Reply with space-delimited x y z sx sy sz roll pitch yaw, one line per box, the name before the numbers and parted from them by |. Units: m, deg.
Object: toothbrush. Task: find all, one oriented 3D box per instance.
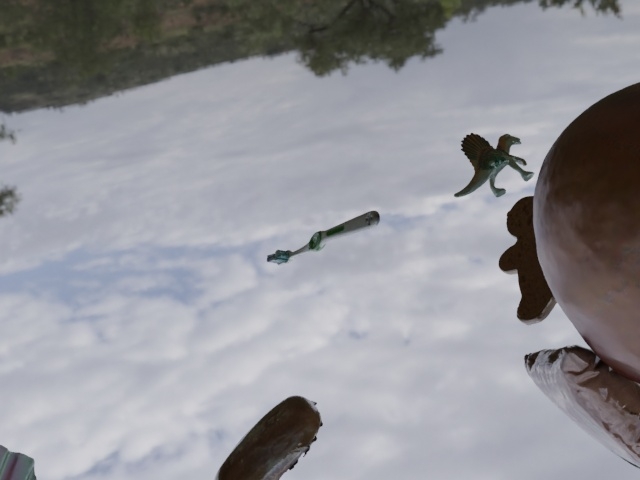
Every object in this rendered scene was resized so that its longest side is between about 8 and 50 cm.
toothbrush | 0.002 0.000 1.256 0.030 0.030 0.304 -23 -179 -34

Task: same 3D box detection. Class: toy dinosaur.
toy dinosaur | 0.242 -0.116 1.237 0.187 0.106 0.044 -14 151 -26

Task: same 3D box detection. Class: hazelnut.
hazelnut | 0.401 -0.007 0.853 0.365 0.366 0.366 -11 -164 3

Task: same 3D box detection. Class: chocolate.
chocolate | -0.111 0.390 1.580 0.261 0.083 0.161 -47 -164 -3

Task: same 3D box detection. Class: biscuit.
biscuit | 0.322 0.018 1.231 0.138 0.031 0.205 -37 -138 29

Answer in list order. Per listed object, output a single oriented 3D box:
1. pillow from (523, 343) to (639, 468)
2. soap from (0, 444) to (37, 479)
pillow | 0.352 0.202 1.002 0.084 0.236 0.223 -52 176 -2
soap | -0.305 0.253 0.740 0.056 0.100 0.149 -20 -133 42
